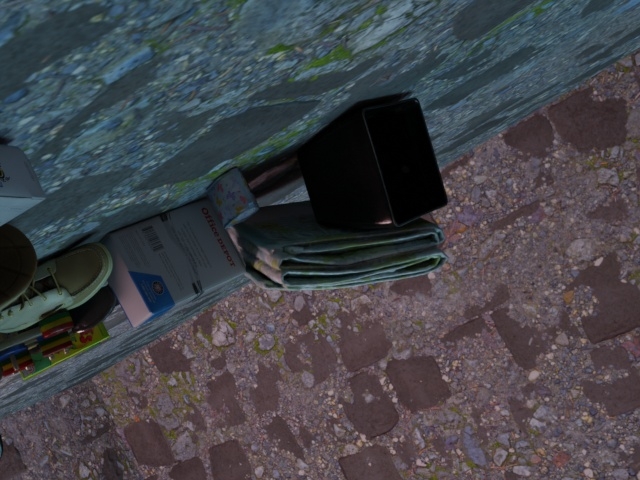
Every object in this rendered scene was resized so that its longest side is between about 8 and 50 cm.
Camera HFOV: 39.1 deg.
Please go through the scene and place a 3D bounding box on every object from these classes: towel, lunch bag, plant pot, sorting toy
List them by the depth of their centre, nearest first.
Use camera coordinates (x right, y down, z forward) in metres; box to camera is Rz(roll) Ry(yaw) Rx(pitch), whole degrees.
[{"bbox_3d":[-0.129,-0.066,1.373,0.053,0.071,0.083,-24,173,-30],"label":"lunch bag"},{"bbox_3d":[-0.443,0.169,1.388,0.132,0.046,0.274,-22,176,-18],"label":"sorting toy"},{"bbox_3d":[0.074,-0.112,1.475,0.167,0.187,0.188,-14,-175,35],"label":"plant pot"},{"bbox_3d":[0.000,0.000,1.567,0.320,0.090,0.374,-7,-165,-21],"label":"towel"}]

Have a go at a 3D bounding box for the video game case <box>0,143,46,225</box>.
[{"bbox_3d":[-0.385,0.005,0.683,0.269,0.061,0.244,-29,177,10],"label":"video game case"}]

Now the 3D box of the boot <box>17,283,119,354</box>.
[{"bbox_3d":[-0.407,0.104,1.631,0.263,0.091,0.229,-26,-177,31],"label":"boot"}]

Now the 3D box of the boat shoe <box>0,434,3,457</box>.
[{"bbox_3d":[-0.381,0.157,0.816,0.127,0.113,0.340,-42,162,-19],"label":"boat shoe"}]

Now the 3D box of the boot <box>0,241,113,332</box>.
[{"bbox_3d":[-0.402,0.069,1.237,0.213,0.077,0.165,-29,173,9],"label":"boot"}]

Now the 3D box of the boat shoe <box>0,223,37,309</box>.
[{"bbox_3d":[-0.455,0.099,0.935,0.341,0.121,0.110,-28,175,-25],"label":"boat shoe"}]

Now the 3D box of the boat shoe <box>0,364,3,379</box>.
[{"bbox_3d":[-0.572,0.225,1.336,0.342,0.123,0.123,-31,-142,41],"label":"boat shoe"}]

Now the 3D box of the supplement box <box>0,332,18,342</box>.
[{"bbox_3d":[-0.536,0.157,1.475,0.036,0.062,0.098,-30,176,7],"label":"supplement box"}]

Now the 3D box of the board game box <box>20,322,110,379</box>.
[{"bbox_3d":[-0.520,0.193,1.781,0.181,0.092,0.043,-27,174,-19],"label":"board game box"}]

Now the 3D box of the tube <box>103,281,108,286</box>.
[{"bbox_3d":[-0.427,0.085,1.445,0.207,0.052,0.080,-25,173,26],"label":"tube"}]

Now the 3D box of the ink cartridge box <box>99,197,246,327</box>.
[{"bbox_3d":[-0.233,0.033,1.408,0.191,0.139,0.082,-24,173,-42],"label":"ink cartridge box"}]
